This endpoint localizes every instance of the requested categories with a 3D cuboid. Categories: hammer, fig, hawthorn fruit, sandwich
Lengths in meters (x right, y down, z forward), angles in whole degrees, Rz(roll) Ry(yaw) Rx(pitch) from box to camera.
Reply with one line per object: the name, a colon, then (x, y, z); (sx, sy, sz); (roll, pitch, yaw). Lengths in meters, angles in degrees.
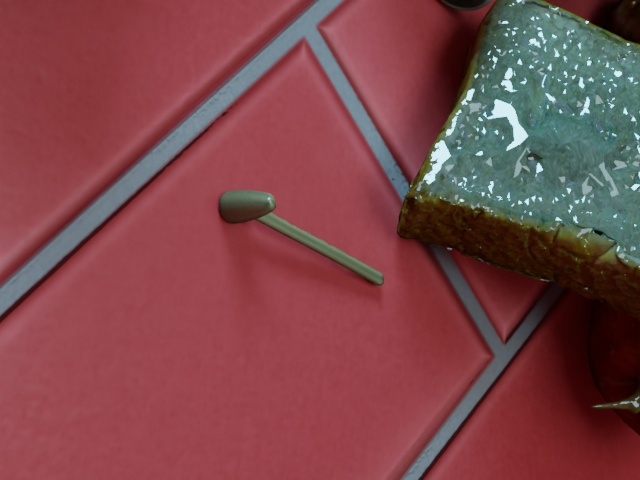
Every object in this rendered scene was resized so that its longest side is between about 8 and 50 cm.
hammer: (0.000, 0.000, 1.230); (0.195, 0.060, 0.028); (28, 70, -40)
fig: (0.360, -0.204, 1.512); (0.128, 0.128, 0.150); (-19, 140, -39)
hawthorn fruit: (0.401, 0.096, 1.439); (0.258, 0.258, 0.261); (42, 42, -31)
sandwich: (0.256, -0.078, 1.322); (0.301, 0.099, 0.271); (21, 69, 3)

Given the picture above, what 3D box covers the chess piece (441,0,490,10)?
chess piece: (0.151, -0.282, 1.368); (0.067, 0.067, 0.103); (41, 54, -31)
